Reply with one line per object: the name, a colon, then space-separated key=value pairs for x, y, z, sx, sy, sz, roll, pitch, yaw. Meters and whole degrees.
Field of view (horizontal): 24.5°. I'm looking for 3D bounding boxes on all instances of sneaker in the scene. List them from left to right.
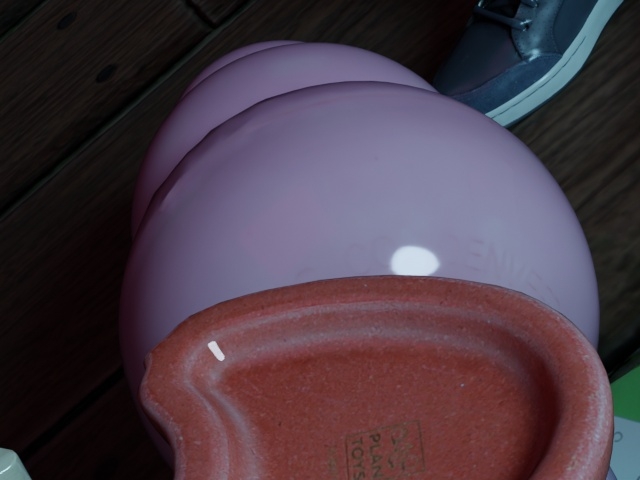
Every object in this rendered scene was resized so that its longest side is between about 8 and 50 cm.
sneaker: x=0.111 y=-0.180 z=0.820 sx=0.226 sy=0.163 sz=0.086 roll=-49 pitch=37 yaw=-9

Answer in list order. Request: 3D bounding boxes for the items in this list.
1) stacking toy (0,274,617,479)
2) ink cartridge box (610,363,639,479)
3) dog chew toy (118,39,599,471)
stacking toy: x=-0.037 y=0.160 z=0.391 sx=0.280 sy=0.130 sz=0.309 roll=-9 pitch=35 yaw=16
ink cartridge box: x=0.165 y=0.163 z=0.432 sx=0.211 sy=0.121 sz=0.289 roll=-37 pitch=35 yaw=5
dog chew toy: x=0.000 y=0.000 z=0.709 sx=0.207 sy=0.206 sz=0.332 roll=-37 pitch=27 yaw=5
